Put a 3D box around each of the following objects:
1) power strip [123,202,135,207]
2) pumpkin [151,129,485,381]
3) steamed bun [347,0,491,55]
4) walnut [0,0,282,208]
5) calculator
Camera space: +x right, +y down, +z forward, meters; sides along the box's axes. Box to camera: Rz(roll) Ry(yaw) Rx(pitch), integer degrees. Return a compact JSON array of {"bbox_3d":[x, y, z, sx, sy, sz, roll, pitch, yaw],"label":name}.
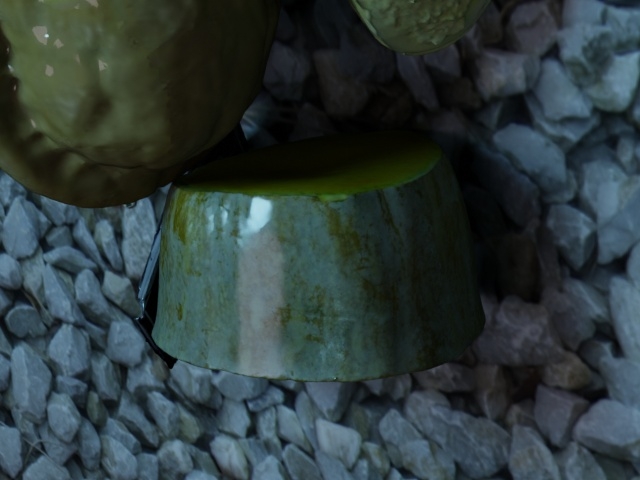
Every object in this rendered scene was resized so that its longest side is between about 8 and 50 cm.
[{"bbox_3d":[-0.288,-0.151,2.145,0.060,0.027,0.253,-20,98,47],"label":"power strip"},{"bbox_3d":[0.000,0.000,1.758,0.332,0.332,0.199,10,105,41],"label":"pumpkin"},{"bbox_3d":[0.061,-0.314,1.583,0.232,0.166,0.273,63,-176,39],"label":"steamed bun"},{"bbox_3d":[-0.198,-0.240,1.628,0.383,0.383,0.384,22,126,34],"label":"walnut"},{"bbox_3d":[-0.133,-0.015,1.882,0.028,0.274,0.166,13,159,13],"label":"calculator"}]
